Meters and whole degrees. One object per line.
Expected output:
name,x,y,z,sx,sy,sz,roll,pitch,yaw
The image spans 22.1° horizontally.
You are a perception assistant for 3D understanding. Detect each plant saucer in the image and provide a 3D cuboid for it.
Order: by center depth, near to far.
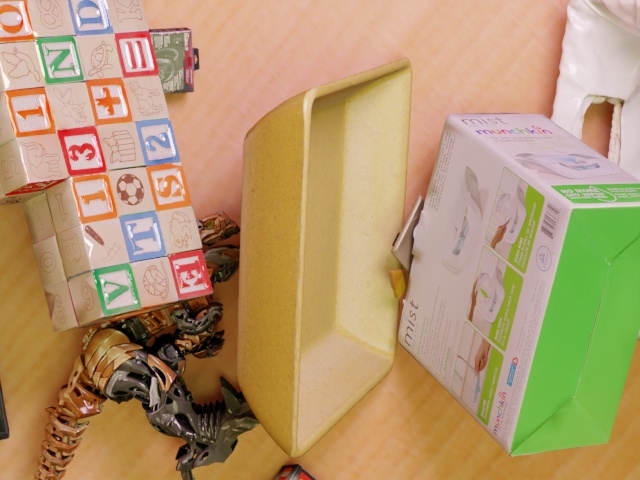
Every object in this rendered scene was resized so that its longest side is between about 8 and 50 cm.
plant saucer,0.000,0.000,1.561,0.081,0.333,0.333,7,103,17

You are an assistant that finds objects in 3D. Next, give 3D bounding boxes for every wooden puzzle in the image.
wooden puzzle,0.095,-0.004,1.679,0.116,0.014,0.078,-60,153,-19

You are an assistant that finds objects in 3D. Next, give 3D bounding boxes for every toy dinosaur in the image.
toy dinosaur,-0.166,0.127,1.631,0.218,0.164,0.322,40,110,-4

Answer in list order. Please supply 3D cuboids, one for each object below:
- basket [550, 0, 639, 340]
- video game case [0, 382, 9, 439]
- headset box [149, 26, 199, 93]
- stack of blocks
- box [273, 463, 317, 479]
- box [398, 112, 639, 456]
basket,0.415,-0.068,1.589,0.266,0.331,0.328,-1,103,-26
video game case,-0.448,0.085,1.586,0.248,0.035,0.275,-10,106,-12
headset box,-0.159,-0.175,1.596,0.083,0.032,0.062,-6,104,-13
stack of blocks,-0.222,-0.072,1.493,0.171,0.087,0.297,-12,86,-42
box,0.012,0.344,1.731,0.207,0.036,0.114,43,61,-19
box,0.197,0.037,1.596,0.126,0.231,0.262,-2,115,-27
